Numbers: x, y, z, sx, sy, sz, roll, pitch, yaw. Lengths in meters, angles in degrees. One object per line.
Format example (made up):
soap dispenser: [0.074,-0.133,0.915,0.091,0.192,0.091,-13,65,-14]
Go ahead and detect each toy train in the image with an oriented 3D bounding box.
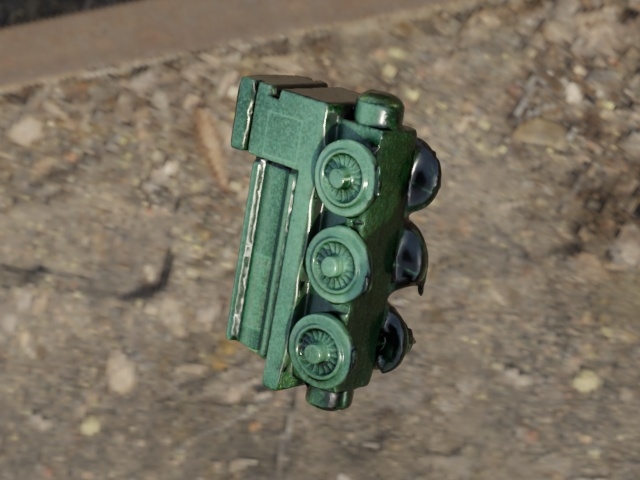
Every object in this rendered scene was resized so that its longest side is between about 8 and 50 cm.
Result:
toy train: [0.000,0.000,0.872,0.111,0.071,0.170,21,109,37]
